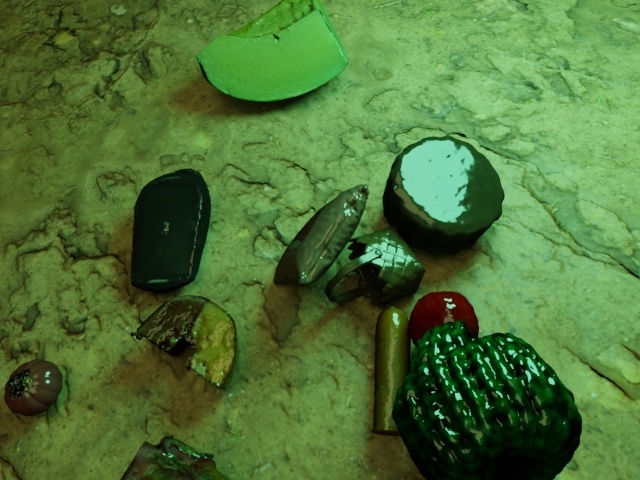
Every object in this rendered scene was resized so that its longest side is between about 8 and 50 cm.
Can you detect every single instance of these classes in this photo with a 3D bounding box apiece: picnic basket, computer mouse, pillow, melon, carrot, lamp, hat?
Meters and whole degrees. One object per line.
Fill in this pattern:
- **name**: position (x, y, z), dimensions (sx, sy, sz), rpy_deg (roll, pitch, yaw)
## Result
- **picnic basket**: position (0.089, 0.061, 0.910), dimensions (0.178, 0.128, 0.138), rpy_deg (-23, 56, -13)
- **computer mouse**: position (-0.329, -0.021, 1.078), dimensions (0.168, 0.087, 0.296), rpy_deg (-2, 73, 14)
- **pillow**: position (0.000, 0.000, 0.927), dimensions (0.084, 0.236, 0.223), rpy_deg (40, 78, -5)
- **melon**: position (-0.133, -0.501, 1.240), dimensions (0.343, 0.226, 0.331), rpy_deg (-24, 70, 13)
- **carrot**: position (0.126, 0.223, 0.849), dimensions (0.067, 0.067, 0.225), rpy_deg (1, 63, 13)
- **lamp**: position (-0.562, 0.288, 0.942), dimensions (0.107, 0.092, 0.108), rpy_deg (-5, 59, 9)
- **hat**: position (0.208, 0.210, 0.736), dimensions (0.242, 0.274, 0.332), rpy_deg (-12, 41, -7)

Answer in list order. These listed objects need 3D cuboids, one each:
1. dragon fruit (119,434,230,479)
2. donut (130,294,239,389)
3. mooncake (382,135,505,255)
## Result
- **dragon fruit**: position (-0.208, 0.473, 0.676), dimensions (0.262, 0.314, 0.296), rpy_deg (27, 96, -5)
- **donut**: position (-0.232, 0.194, 0.930), dimensions (0.217, 0.085, 0.141), rpy_deg (29, 70, 24)
- **mooncake**: position (0.236, -0.084, 0.953), dimensions (0.228, 0.124, 0.228), rpy_deg (3, 65, -7)
